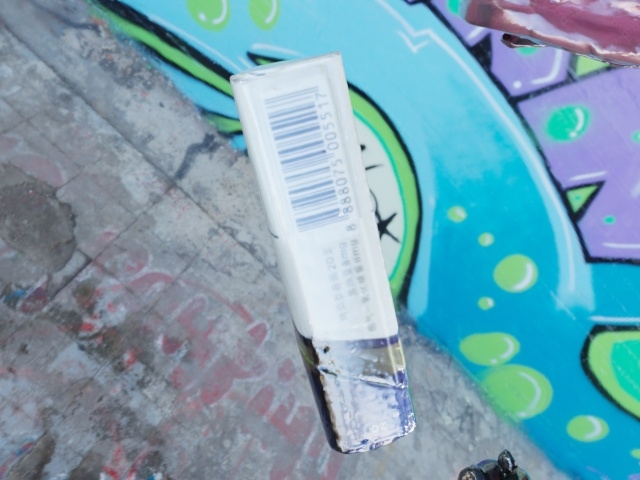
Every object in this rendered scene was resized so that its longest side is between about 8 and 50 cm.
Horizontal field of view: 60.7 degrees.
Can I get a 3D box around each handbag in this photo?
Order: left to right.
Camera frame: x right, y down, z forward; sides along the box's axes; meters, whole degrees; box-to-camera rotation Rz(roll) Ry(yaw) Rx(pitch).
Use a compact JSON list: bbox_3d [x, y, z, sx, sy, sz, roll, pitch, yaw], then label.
[{"bbox_3d":[0.226,-0.209,0.432,0.224,0.136,0.146,13,32,-2],"label":"handbag"}]

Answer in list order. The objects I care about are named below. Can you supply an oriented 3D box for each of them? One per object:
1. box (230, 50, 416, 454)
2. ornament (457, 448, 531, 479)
[{"bbox_3d":[0.000,0.000,0.408,0.168,0.071,0.260,-116,-167,-73],"label":"box"},{"bbox_3d":[0.194,0.292,0.553,0.236,0.080,0.202,9,92,-51],"label":"ornament"}]
